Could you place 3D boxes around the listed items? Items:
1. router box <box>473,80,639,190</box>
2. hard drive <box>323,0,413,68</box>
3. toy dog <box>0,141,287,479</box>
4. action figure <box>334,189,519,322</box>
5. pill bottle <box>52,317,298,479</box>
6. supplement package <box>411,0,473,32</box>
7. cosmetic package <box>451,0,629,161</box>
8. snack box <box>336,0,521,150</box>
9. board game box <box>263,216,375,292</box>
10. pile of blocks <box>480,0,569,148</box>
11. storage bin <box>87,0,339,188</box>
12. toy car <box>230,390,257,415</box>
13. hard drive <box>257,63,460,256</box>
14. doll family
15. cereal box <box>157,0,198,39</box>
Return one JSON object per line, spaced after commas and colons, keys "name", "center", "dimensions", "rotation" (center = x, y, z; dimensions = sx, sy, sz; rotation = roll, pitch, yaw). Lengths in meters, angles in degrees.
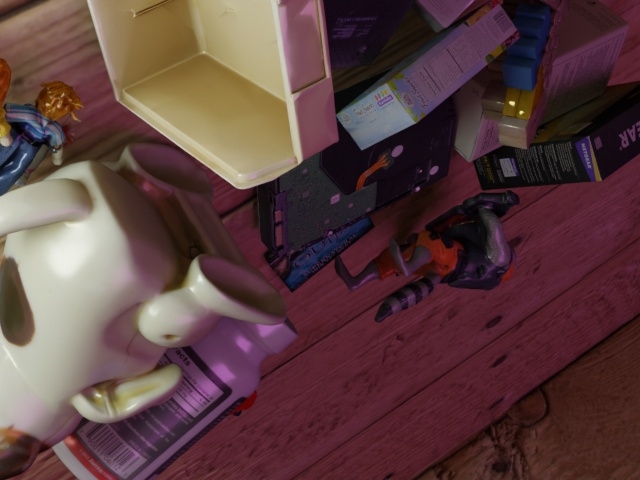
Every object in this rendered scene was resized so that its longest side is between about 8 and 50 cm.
{"name": "router box", "center": [0.445, -0.184, 1.644], "dimensions": [0.309, 0.243, 0.081], "rotation": [-31, 108, -37]}
{"name": "hard drive", "center": [0.051, -0.307, 1.121], "dimensions": [0.172, 0.054, 0.254], "rotation": [-15, 150, -41]}
{"name": "toy dog", "center": [-0.304, 0.111, 1.156], "dimensions": [0.408, 0.284, 0.395], "rotation": [-43, 162, 18]}
{"name": "action figure", "center": [0.197, 0.051, 1.690], "dimensions": [0.330, 0.178, 0.341], "rotation": [-5, 160, -29]}
{"name": "pill bottle", "center": [-0.222, 0.197, 1.443], "dimensions": [0.363, 0.210, 0.210], "rotation": [-41, 150, -1]}
{"name": "supplement package", "center": [0.183, -0.367, 1.233], "dimensions": [0.179, 0.105, 0.105], "rotation": [-45, -175, 7]}
{"name": "cosmetic package", "center": [0.337, -0.269, 1.570], "dimensions": [0.310, 0.113, 0.160], "rotation": [-26, 147, -24]}
{"name": "snack box", "center": [0.141, -0.220, 1.294], "dimensions": [0.207, 0.070, 0.174], "rotation": [-42, -171, -21]}
{"name": "board game box", "center": [0.000, 0.000, 1.623], "dimensions": [0.186, 0.026, 0.126], "rotation": [-39, 151, -3]}
{"name": "pile of blocks", "center": [0.272, -0.316, 1.346], "dimensions": [0.149, 0.113, 0.362], "rotation": [4, 99, -63]}
{"name": "storage bin", "center": [-0.112, -0.221, 0.918], "dimensions": [0.123, 0.260, 0.262], "rotation": [-31, 135, -25]}
{"name": "toy car", "center": [-0.232, 0.288, 1.711], "dimensions": [0.239, 0.053, 0.225], "rotation": [-32, 149, -16]}
{"name": "hard drive", "center": [0.058, -0.131, 1.463], "dimensions": [0.339, 0.064, 0.236], "rotation": [-28, 143, -23]}
{"name": "doll family", "center": [-0.334, -0.113, 0.993], "dimensions": [0.163, 0.118, 0.263], "rotation": [-46, 150, 9]}
{"name": "cereal box", "center": [-0.093, -0.249, 1.164], "dimensions": [0.240, 0.047, 0.173], "rotation": [-25, 146, -24]}
